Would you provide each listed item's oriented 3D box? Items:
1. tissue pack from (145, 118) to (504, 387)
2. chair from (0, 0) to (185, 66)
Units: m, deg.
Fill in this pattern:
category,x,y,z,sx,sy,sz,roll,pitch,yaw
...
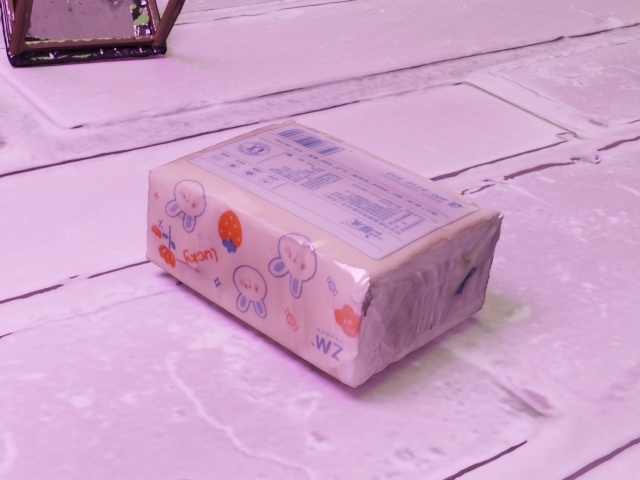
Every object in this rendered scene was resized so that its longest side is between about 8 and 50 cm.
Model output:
category,x,y,z,sx,sy,sz,roll,pitch,yaw
tissue pack,0.000,0.000,0.651,0.196,0.092,0.148,27,36,35
chair,-0.257,-0.273,1.035,0.188,0.166,0.272,-9,-10,-23
